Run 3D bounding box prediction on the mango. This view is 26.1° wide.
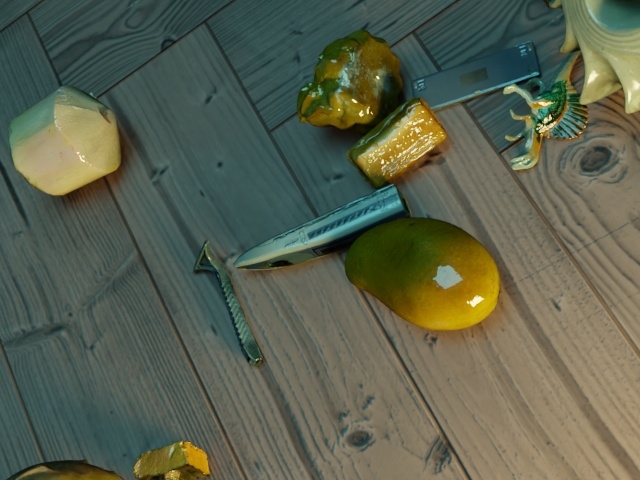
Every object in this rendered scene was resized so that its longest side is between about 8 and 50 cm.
[{"bbox_3d":[0.125,0.037,1.736,0.227,0.099,0.136,17,81,40],"label":"mango"}]

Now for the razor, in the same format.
[{"bbox_3d":[-0.119,0.088,1.865,0.190,0.033,0.066,61,144,31],"label":"razor"}]

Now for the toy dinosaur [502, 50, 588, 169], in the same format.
[{"bbox_3d":[0.305,-0.175,1.787,0.187,0.044,0.106,-33,69,-7],"label":"toy dinosaur"}]

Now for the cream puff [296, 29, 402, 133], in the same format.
[{"bbox_3d":[0.036,-0.208,1.880,0.116,0.146,0.146,-13,60,40],"label":"cream puff"}]

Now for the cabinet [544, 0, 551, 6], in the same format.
[{"bbox_3d":[0.319,-0.468,1.852,0.175,0.148,0.215,-29,58,11],"label":"cabinet"}]

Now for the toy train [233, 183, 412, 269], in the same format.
[{"bbox_3d":[0.000,-0.001,1.839,0.252,0.055,0.048,-24,67,14],"label":"toy train"}]

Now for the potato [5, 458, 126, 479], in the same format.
[{"bbox_3d":[-0.332,0.386,1.666,0.301,0.289,0.237,-12,78,24],"label":"potato"}]

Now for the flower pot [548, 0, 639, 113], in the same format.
[{"bbox_3d":[0.451,-0.296,1.615,0.367,0.164,0.254,-8,99,40],"label":"flower pot"}]

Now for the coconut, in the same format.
[{"bbox_3d":[-0.368,-0.152,2.032,0.153,0.147,0.147,-27,57,20],"label":"coconut"}]

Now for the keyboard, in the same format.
[{"bbox_3d":[0.209,-0.218,1.864,0.176,0.014,0.055,-17,61,17],"label":"keyboard"}]

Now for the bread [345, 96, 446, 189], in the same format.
[{"bbox_3d":[0.102,-0.128,1.835,0.132,0.074,0.053,-41,16,6],"label":"bread"}]

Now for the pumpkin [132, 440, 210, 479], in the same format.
[{"bbox_3d":[-0.192,0.294,1.773,0.083,0.074,0.054,-18,66,17],"label":"pumpkin"}]
